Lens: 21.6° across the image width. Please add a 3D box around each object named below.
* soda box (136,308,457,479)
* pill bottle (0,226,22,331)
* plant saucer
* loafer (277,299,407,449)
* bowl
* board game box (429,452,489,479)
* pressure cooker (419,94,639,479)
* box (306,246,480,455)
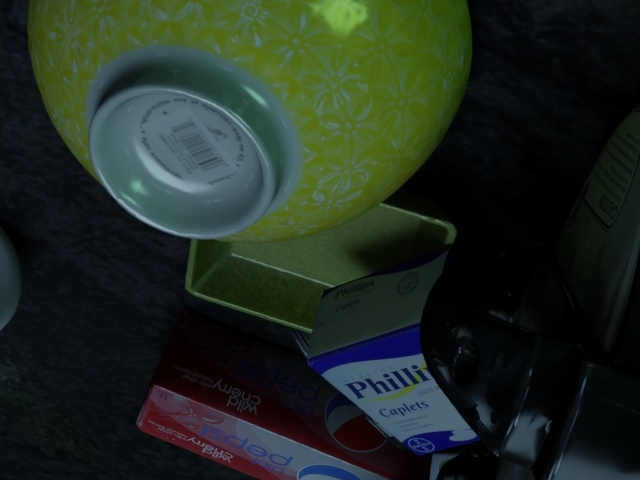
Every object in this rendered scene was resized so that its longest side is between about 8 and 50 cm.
[{"bbox_3d":[-0.019,0.159,1.436,0.263,0.083,0.092,22,144,-4],"label":"soda box"},{"bbox_3d":[-0.366,0.063,1.432,0.130,0.130,0.246,36,141,-21],"label":"pill bottle"},{"bbox_3d":[0.000,0.000,1.251,0.188,0.045,0.188,18,144,3],"label":"plant saucer"},{"bbox_3d":[0.033,0.094,1.362,0.061,0.062,0.170,-43,110,9],"label":"loafer"},{"bbox_3d":[-0.063,-0.092,1.028,0.290,0.156,0.289,10,134,11],"label":"bowl"},{"bbox_3d":[0.232,0.228,1.347,0.193,0.053,0.305,-2,161,26],"label":"board game box"},{"bbox_3d":[0.261,0.109,0.994,0.421,0.375,0.370,18,147,1],"label":"pressure cooker"},{"bbox_3d":[0.082,0.084,1.223,0.126,0.072,0.137,-21,129,39],"label":"box"}]
